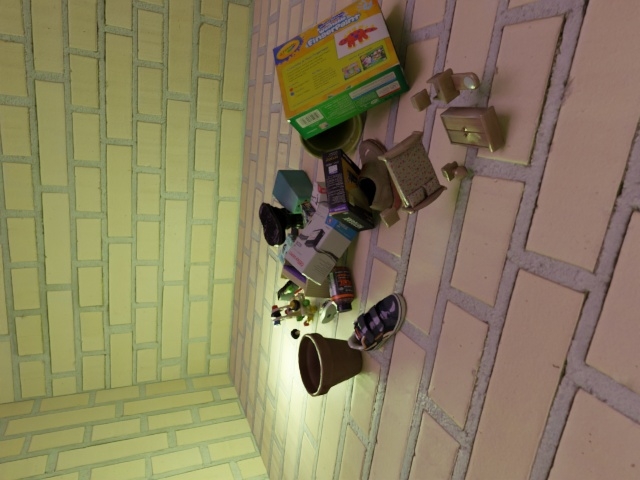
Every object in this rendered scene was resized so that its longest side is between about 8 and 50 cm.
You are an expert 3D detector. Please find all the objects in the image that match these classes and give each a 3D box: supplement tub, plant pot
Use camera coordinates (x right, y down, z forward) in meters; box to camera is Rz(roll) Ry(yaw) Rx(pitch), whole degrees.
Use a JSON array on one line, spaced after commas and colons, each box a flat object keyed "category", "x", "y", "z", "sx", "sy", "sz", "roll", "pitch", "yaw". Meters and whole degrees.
[{"category": "supplement tub", "x": 0.093, "y": 0.223, "z": 1.825, "sx": 0.106, "sy": 0.106, "sz": 0.198, "roll": 138, "pitch": 127, "yaw": -57}, {"category": "plant pot", "x": -0.136, "y": -0.261, "z": 2.256, "sx": 0.234, "sy": 0.165, "sz": 0.165, "roll": 55, "pitch": 138, "yaw": 39}, {"category": "plant pot", "x": 0.025, "y": -0.541, "z": 1.826, "sx": 0.254, "sy": 0.276, "sz": 0.276, "roll": -105, "pitch": 27, "yaw": -53}, {"category": "plant pot", "x": 0.052, "y": 0.528, "z": 1.765, "sx": 0.263, "sy": 0.229, "sz": 0.263, "roll": 180, "pitch": 90, "yaw": -65}]

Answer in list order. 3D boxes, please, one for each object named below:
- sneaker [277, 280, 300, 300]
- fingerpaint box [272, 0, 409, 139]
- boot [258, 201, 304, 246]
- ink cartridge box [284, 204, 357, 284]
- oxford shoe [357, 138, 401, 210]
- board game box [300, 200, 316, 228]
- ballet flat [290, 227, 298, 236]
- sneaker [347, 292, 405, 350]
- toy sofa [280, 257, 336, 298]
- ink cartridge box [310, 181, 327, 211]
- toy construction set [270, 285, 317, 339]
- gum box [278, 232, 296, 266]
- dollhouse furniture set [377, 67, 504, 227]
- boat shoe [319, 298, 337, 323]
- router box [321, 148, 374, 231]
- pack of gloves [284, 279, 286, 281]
[{"category": "sneaker", "x": -0.185, "y": 0.270, "z": 2.395, "sx": 0.083, "sy": 0.118, "sz": 0.222, "roll": -134, "pitch": 50, "yaw": -56}, {"category": "fingerpaint box", "x": 0.067, "y": -0.654, "z": 1.541, "sx": 0.444, "sy": 0.163, "sz": 0.371, "roll": -21, "pitch": 65, "yaw": 19}, {"category": "boot", "x": -0.179, "y": -0.082, "z": 2.219, "sx": 0.131, "sy": 0.260, "sz": 0.348, "roll": -58, "pitch": 36, "yaw": 30}, {"category": "ink cartridge box", "x": 0.000, "y": 0.014, "z": 1.834, "sx": 0.307, "sy": 0.129, "sz": 0.223, "roll": -55, "pitch": 31, "yaw": 0}, {"category": "oxford shoe", "x": 0.200, "y": -0.265, "z": 1.564, "sx": 0.123, "sy": 0.130, "sz": 0.348, "roll": 121, "pitch": 141, "yaw": -47}, {"category": "board game box", "x": -0.050, "y": -0.100, "z": 2.126, "sx": 0.141, "sy": 0.048, "sz": 0.170, "roll": -126, "pitch": 22, "yaw": -47}, {"category": "ballet flat", "x": -0.169, "y": -0.101, "z": 2.440, "sx": 0.057, "sy": 0.049, "sz": 0.173, "roll": -50, "pitch": 46, "yaw": 53}, {"category": "sneaker", "x": 0.209, "y": 0.328, "z": 1.558, "sx": 0.126, "sy": 0.127, "sz": 0.321, "roll": -113, "pitch": 35, "yaw": -42}, {"category": "toy sofa", "x": -0.069, "y": 0.163, "z": 2.085, "sx": 0.362, "sy": 0.150, "sz": 0.177, "roll": 23, "pitch": 102, "yaw": 63}, {"category": "ink cartridge box", "x": -0.003, "y": -0.224, "z": 2.079, "sx": 0.099, "sy": 0.056, "sz": 0.135, "roll": -131, "pitch": 47, "yaw": -54}, {"category": "toy construction set", "x": -0.101, "y": 0.343, "z": 2.173, "sx": 0.237, "sy": 0.257, "sz": 0.309, "roll": -41, "pitch": 29, "yaw": 36}, {"category": "gum box", "x": -0.187, "y": 0.076, "z": 2.450, "sx": 0.184, "sy": 0.041, "sz": 0.157, "roll": -63, "pitch": 38, "yaw": 27}, {"category": "dollhouse furniture set", "x": 0.292, "y": -0.236, "z": 1.098, "sx": 0.303, "sy": 0.355, "sz": 0.174, "roll": 58, "pitch": 170, "yaw": -28}, {"category": "boat shoe", "x": 0.038, "y": 0.327, "z": 1.972, "sx": 0.219, "sy": 0.077, "sz": 0.070, "roll": 117, "pitch": 142, "yaw": -47}, {"category": "router box", "x": 0.113, "y": -0.184, "z": 1.576, "sx": 0.081, "sy": 0.309, "sz": 0.243, "roll": -13, "pitch": 75, "yaw": 22}, {"category": "pack of gloves", "x": -0.212, "y": 0.140, "z": 2.539, "sx": 0.232, "sy": 0.046, "sz": 0.195, "roll": 139, "pitch": 127, "yaw": -58}]
